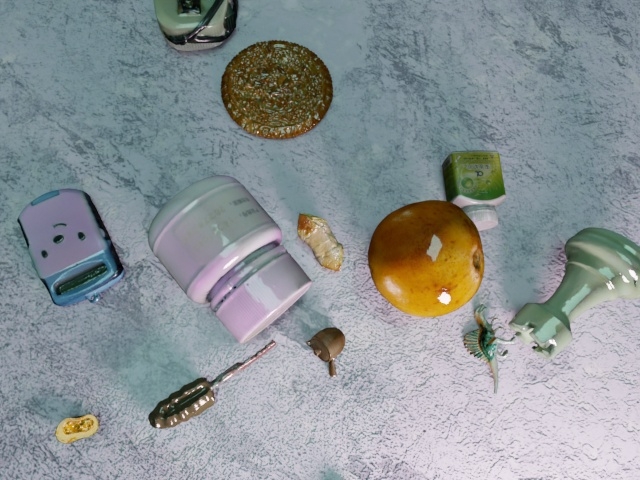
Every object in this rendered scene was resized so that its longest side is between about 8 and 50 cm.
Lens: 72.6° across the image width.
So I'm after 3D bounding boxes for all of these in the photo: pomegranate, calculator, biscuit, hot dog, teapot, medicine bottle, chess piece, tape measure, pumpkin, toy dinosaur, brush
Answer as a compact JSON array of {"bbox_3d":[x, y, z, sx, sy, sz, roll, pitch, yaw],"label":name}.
[{"bbox_3d":[0.230,0.041,0.967,0.264,0.264,0.264,1,75,-4],"label":"pomegranate"},{"bbox_3d":[-0.576,0.016,1.003,0.173,0.051,0.293,-27,79,-12],"label":"calculator"},{"bbox_3d":[-0.115,-0.409,1.160,0.305,0.038,0.305,1,75,-4],"label":"biscuit"},{"bbox_3d":[0.001,-0.001,1.048,0.078,0.061,0.169,-28,100,20],"label":"hot dog"},{"bbox_3d":[0.017,0.253,0.993,0.080,0.085,0.110,-29,108,-34],"label":"teapot"},{"bbox_3d":[0.389,-0.125,1.099,0.132,0.088,0.189,-2,75,-5],"label":"medicine bottle"},{"bbox_3d":[0.586,0.132,1.009,0.299,0.194,0.194,-43,82,-4],"label":"chess piece"},{"bbox_3d":[-0.318,-0.616,1.162,0.235,0.115,0.207,-11,74,-8],"label":"tape measure"},{"bbox_3d":[-0.509,0.396,0.918,0.083,0.028,0.050,-4,77,-15],"label":"pumpkin"},{"bbox_3d":[-0.186,0.041,0.928,0.241,0.241,0.302,-39,81,-13],"label":"medicine bottle"},{"bbox_3d":[0.390,0.251,1.028,0.106,0.044,0.187,19,87,14],"label":"toy dinosaur"},{"bbox_3d":[-0.223,0.308,0.943,0.301,0.084,0.071,-30,78,-17],"label":"brush"}]
